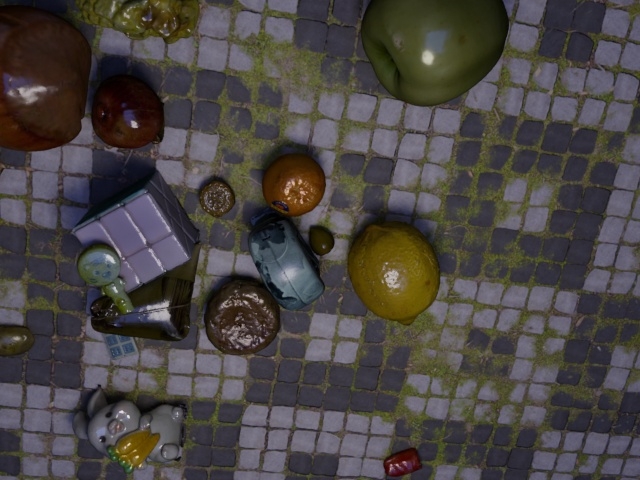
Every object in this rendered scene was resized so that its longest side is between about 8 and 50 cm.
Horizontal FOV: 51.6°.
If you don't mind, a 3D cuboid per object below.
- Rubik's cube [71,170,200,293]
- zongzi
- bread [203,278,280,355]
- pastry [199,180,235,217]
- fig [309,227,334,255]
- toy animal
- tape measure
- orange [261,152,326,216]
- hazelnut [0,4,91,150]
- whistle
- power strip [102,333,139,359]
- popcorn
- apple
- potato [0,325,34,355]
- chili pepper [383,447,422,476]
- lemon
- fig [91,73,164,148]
[{"bbox_3d":[-0.483,-0.023,1.773,0.224,0.231,0.221,-28,108,5],"label":"Rubik's cube"},{"bbox_3d":[-0.493,0.128,1.873,0.274,0.145,0.300,11,94,-18],"label":"zongzi"},{"bbox_3d":[-0.227,0.222,1.934,0.230,0.123,0.230,-2,103,-8],"label":"bread"},{"bbox_3d":[-0.288,-0.117,1.854,0.097,0.057,0.109,-2,106,1],"label":"pastry"},{"bbox_3d":[0.000,0.000,1.911,0.074,0.074,0.088,-34,85,6],"label":"fig"},{"bbox_3d":[-0.562,0.556,1.960,0.310,0.247,0.183,13,90,-25],"label":"toy animal"},{"bbox_3d":[-0.093,0.053,1.820,0.147,0.256,0.275,-29,103,4],"label":"tape measure"},{"bbox_3d":[-0.073,-0.152,1.810,0.177,0.155,0.178,-2,116,-3],"label":"orange"},{"bbox_3d":[-0.728,-0.393,1.603,0.372,0.315,0.372,-1,88,17],"label":"hazelnut"},{"bbox_3d":[-0.530,0.098,1.664,0.104,0.057,0.198,-27,115,-2],"label":"whistle"},{"bbox_3d":[-0.602,0.264,1.956,0.081,0.035,0.192,-15,109,-1],"label":"power strip"},{"bbox_3d":[-0.445,-0.572,1.602,0.286,0.225,0.174,13,110,-8],"label":"popcorn"},{"bbox_3d":[0.282,-0.513,1.631,0.357,0.357,0.357,-2,108,-5],"label":"apple"},{"bbox_3d":[-0.904,0.291,1.916,0.138,0.070,0.092,1,109,-6],"label":"potato"},{"bbox_3d":[0.268,0.736,2.178,0.123,0.070,0.073,-18,125,-2],"label":"chili pepper"},{"bbox_3d":[0.207,0.090,1.861,0.258,0.258,0.310,-21,96,1],"label":"lemon"},{"bbox_3d":[-0.485,-0.326,1.705,0.205,0.205,0.205,-2,108,-5],"label":"fig"}]
